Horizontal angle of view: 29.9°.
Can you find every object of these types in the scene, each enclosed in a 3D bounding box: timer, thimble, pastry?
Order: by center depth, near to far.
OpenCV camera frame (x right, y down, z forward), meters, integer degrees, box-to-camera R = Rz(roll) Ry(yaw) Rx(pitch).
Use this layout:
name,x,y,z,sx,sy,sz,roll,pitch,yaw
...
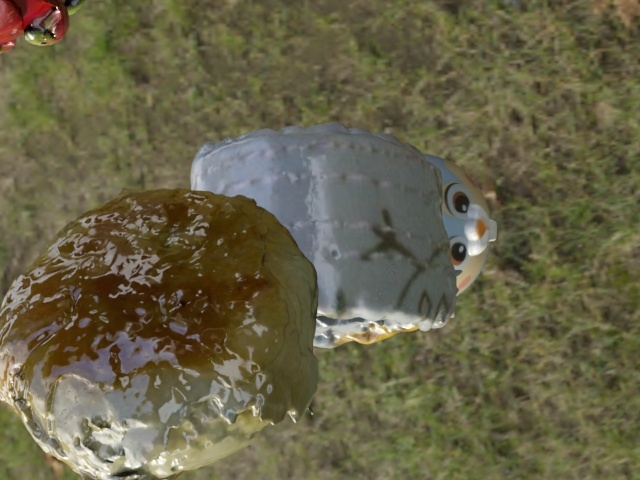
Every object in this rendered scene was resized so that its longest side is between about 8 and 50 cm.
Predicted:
name,x,y,z,sx,sy,sz,roll,pitch,yaw
pastry,-0.072,0.040,0.539,0.153,0.153,0.081,51,162,31
thimble,-0.001,-0.001,0.703,0.127,0.151,0.118,-18,71,44
timer,0.098,-0.014,1.174,0.255,0.175,0.175,118,139,-84

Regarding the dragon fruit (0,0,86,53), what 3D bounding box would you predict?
name,x,y,z,sx,sy,sz,roll,pitch,yaw
dragon fruit,-0.262,-0.273,0.942,0.218,0.198,0.273,18,126,15
